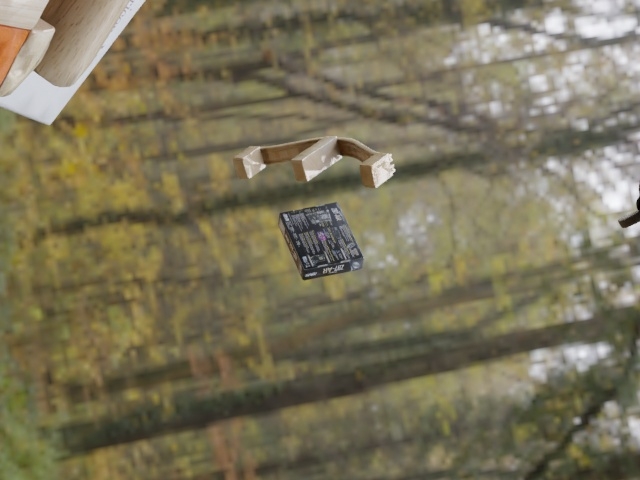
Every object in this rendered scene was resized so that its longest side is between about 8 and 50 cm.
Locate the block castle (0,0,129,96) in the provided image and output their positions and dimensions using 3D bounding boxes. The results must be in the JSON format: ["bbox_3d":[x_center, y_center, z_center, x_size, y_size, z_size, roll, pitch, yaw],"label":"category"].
[{"bbox_3d":[-0.299,-0.265,0.893,0.303,0.453,0.213,47,-66,26],"label":"block castle"}]

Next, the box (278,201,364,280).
[{"bbox_3d":[0.000,0.000,1.595,0.018,0.067,0.083,98,-26,-47],"label":"box"}]

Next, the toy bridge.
[{"bbox_3d":[-0.003,-0.081,1.514,0.188,0.063,0.026,6,-58,41],"label":"toy bridge"}]

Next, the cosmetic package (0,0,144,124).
[{"bbox_3d":[-0.343,-0.271,1.463,0.156,0.217,0.385,42,10,24],"label":"cosmetic package"}]

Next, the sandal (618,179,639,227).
[{"bbox_3d":[0.356,-0.066,1.556,0.040,0.067,0.179,53,-31,9],"label":"sandal"}]
